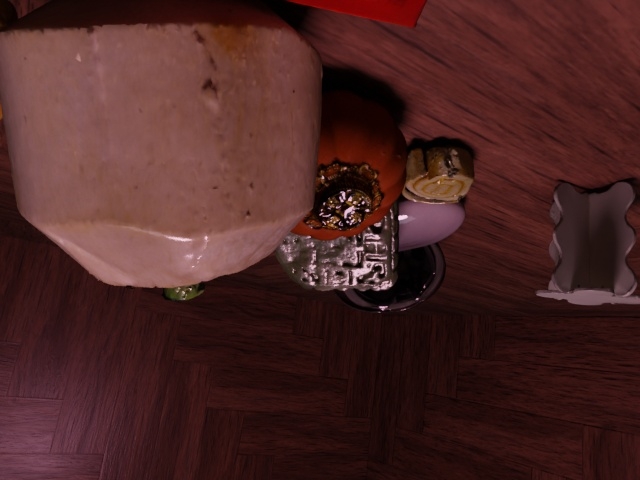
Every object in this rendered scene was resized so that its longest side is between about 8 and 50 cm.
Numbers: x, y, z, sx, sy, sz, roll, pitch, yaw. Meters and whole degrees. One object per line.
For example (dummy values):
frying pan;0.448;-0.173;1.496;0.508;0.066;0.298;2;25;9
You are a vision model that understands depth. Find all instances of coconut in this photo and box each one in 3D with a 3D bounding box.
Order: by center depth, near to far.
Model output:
coconut;-0.147;-0.119;0.464;0.323;0.323;0.323;7;166;2

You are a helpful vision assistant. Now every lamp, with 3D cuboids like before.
lamp;0.014;-0.101;0.657;0.223;0.196;0.223;-7;132;-8

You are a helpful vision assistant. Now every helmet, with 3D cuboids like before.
helmet;0.187;0.072;1.226;0.305;0.224;0.177;-7;173;27

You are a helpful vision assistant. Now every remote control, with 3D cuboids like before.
remote control;0.140;-0.029;0.995;0.332;0.103;0.221;-11;161;17

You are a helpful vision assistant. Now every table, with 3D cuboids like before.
table;0.474;0.005;0.821;0.167;0.198;0.166;8;167;2

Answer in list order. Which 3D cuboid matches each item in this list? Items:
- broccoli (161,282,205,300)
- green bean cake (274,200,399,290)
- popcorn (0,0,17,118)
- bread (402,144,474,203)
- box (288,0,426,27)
broccoli;-0.272;-0.024;0.977;0.298;0.297;0.297;0;-163;0
green bean cake;0.031;-0.014;0.855;0.227;0.125;0.222;2;122;13
popcorn;-0.447;-0.205;0.456;0.332;0.225;0.265;5;141;18
bread;0.197;-0.113;0.786;0.118;0.064;0.156;3;165;1
box;0.008;-0.261;0.236;0.198;0.089;0.313;10;166;-5
